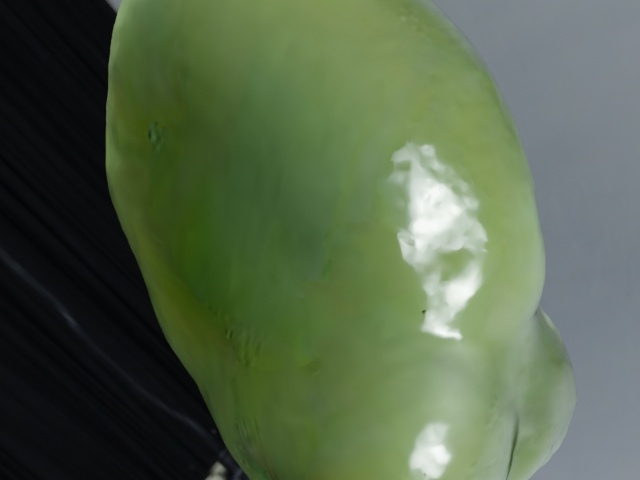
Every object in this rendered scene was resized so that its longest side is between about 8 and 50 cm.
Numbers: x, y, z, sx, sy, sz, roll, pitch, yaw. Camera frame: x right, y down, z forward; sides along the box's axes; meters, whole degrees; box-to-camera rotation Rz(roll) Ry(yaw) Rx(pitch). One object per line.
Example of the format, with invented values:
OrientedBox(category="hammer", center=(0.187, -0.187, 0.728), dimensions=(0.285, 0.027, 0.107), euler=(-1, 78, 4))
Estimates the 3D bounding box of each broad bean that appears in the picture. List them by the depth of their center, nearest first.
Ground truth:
OrientedBox(category="broad bean", center=(0.000, 0.000, 0.394), dimensions=(0.169, 0.228, 0.100), euler=(-4, 9, 43))
